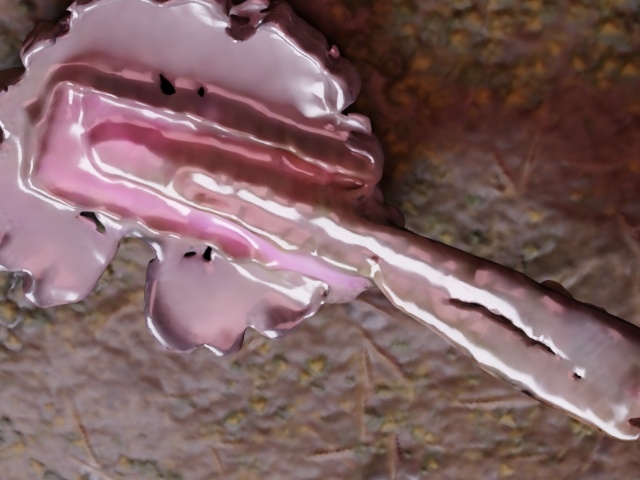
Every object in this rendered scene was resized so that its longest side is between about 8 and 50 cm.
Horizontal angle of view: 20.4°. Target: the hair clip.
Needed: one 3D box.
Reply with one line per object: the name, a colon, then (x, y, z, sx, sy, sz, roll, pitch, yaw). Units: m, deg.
hair clip: (0.003, -0.002, 0.738, 0.300, 0.069, 0.173, 24, 116, 2)
